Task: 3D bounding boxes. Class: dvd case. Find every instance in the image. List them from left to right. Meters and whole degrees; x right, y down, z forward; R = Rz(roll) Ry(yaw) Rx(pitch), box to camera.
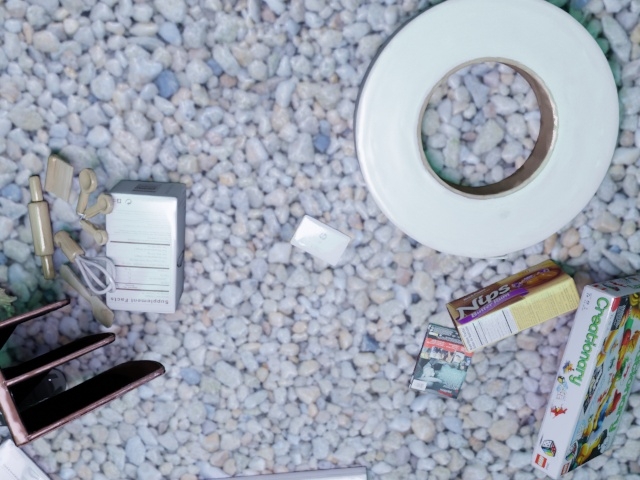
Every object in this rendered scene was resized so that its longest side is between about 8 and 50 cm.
[{"bbox_3d":[0.205,0.202,1.217,0.087,0.013,0.119,14,104,-5],"label":"dvd case"}]

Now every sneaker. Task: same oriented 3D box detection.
[{"bbox_3d":[-0.551,0.262,1.181,0.267,0.106,0.101,-17,100,-17],"label":"sneaker"}]

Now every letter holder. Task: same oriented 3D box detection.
[{"bbox_3d":[-0.364,0.161,1.042,0.214,0.302,0.152,-23,93,-26],"label":"letter holder"}]

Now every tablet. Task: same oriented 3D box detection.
[{"bbox_3d":[0.000,0.000,1.159,0.083,0.006,0.054,27,103,-9],"label":"tablet"}]

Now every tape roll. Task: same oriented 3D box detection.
[{"bbox_3d":[0.242,-0.166,1.084,0.392,0.072,0.392,0,106,-1],"label":"tape roll"}]

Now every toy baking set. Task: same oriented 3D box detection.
[{"bbox_3d":[-0.370,0.001,1.078,0.197,0.030,0.256,6,103,39],"label":"toy baking set"}]

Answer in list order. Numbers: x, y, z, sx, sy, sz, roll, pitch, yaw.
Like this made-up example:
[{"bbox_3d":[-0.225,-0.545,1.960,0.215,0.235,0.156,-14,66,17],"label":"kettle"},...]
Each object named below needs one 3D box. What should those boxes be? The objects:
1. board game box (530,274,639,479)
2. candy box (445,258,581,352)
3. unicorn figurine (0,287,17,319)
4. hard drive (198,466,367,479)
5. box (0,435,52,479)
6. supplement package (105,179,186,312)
[{"bbox_3d":[0.439,0.210,1.148,0.193,0.053,0.305,-4,112,-44],"label":"board game box"},{"bbox_3d":[0.298,0.101,1.141,0.187,0.109,0.053,-23,103,6],"label":"candy box"},{"bbox_3d":[-0.569,0.119,1.160,0.162,0.060,0.111,-45,102,-6],"label":"unicorn figurine"},{"bbox_3d":[-0.087,0.525,1.266,0.353,0.047,0.233,-5,95,0],"label":"hard drive"},{"bbox_3d":[-0.547,0.444,1.212,0.186,0.038,0.145,-43,104,-21],"label":"box"},{"bbox_3d":[-0.263,0.008,1.105,0.105,0.105,0.179,3,106,-4],"label":"supplement package"}]
